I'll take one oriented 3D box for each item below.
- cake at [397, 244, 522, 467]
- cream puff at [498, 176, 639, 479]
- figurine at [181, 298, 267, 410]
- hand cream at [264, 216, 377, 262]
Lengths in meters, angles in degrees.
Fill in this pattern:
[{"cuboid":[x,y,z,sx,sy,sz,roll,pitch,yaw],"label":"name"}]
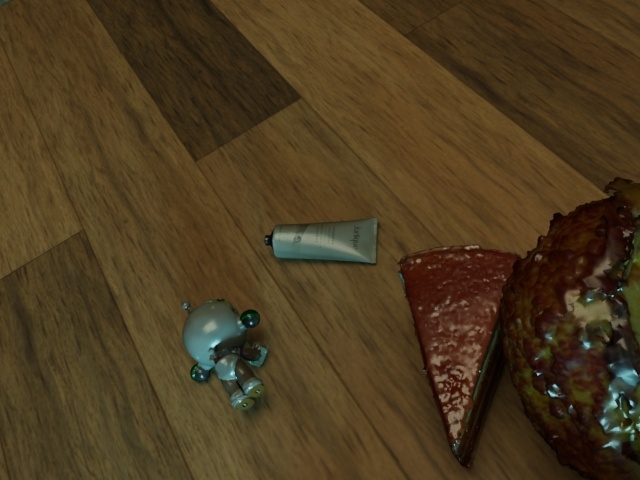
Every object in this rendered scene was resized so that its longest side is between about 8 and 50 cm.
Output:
[{"cuboid":[0.211,0.142,0.873,0.160,0.158,0.262,-17,53,7],"label":"cake"},{"cuboid":[0.343,0.117,0.777,0.229,0.350,0.350,-27,34,54],"label":"cream puff"},{"cuboid":[-0.141,0.164,1.016,0.147,0.093,0.197,-47,60,10],"label":"figurine"},{"cuboid":[0.000,0.000,1.117,0.186,0.054,0.087,-1,59,9],"label":"hand cream"}]
